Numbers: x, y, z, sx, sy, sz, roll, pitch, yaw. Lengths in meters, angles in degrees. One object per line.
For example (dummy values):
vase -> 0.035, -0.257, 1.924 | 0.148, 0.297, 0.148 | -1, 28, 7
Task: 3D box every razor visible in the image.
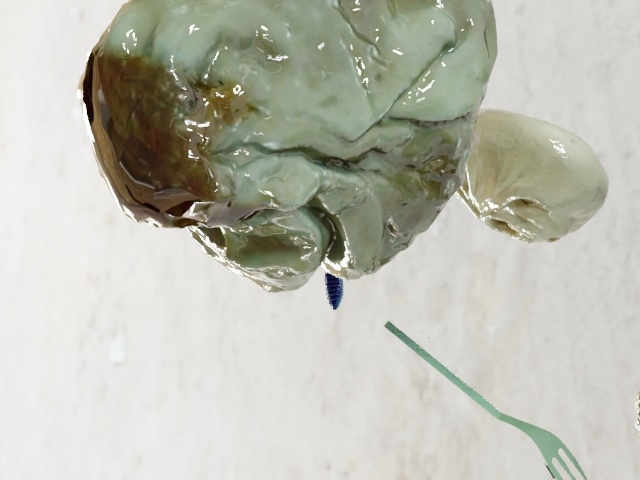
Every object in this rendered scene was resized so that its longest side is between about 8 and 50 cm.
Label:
razor -> 0.004, -0.001, 1.551 | 0.044, 0.028, 0.155 | -37, 65, 53

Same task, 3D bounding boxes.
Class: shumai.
shumai -> -0.033, -0.106, 1.066 | 0.304, 0.263, 0.309 | -26, 92, 20

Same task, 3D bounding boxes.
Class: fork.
fork -> 0.152, 0.147, 1.343 | 0.235, 0.039, 0.021 | 40, 131, 6

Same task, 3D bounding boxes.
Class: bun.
bun -> 0.255, -0.070, 1.878 | 0.231, 0.231, 0.133 | -1, 59, 63

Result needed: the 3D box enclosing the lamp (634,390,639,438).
lamp -> 0.446, 0.211, 1.774 | 0.157, 0.135, 0.156 | 54, -143, -67
